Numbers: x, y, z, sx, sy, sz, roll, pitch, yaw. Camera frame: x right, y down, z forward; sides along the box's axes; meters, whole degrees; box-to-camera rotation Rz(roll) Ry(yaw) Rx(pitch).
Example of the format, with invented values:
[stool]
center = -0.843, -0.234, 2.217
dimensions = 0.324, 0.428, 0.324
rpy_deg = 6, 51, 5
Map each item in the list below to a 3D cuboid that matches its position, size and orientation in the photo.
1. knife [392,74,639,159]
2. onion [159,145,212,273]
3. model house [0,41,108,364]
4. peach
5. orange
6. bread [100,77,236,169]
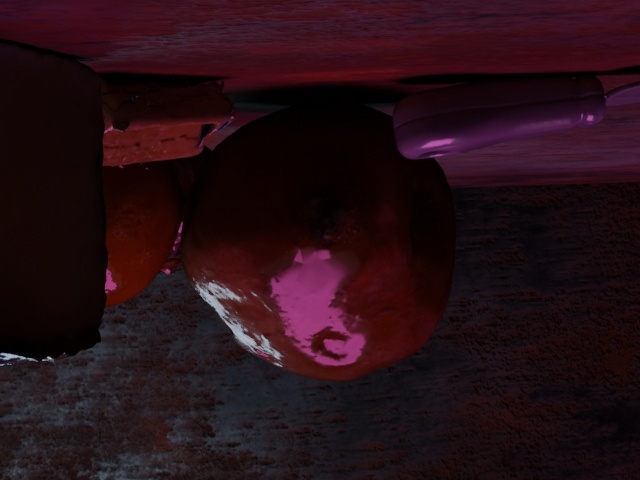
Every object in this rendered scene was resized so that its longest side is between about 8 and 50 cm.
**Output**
[knife]
center = 0.213, -0.098, 1.091
dimensions = 0.331, 0.044, 0.080
rpy_deg = -8, 172, 3
[onion]
center = -0.161, -0.053, 1.393
dimensions = 0.206, 0.151, 0.098
rpy_deg = -16, 156, -43
[model house]
center = -0.246, -0.016, 0.874
dimensions = 0.211, 0.170, 0.194
rpy_deg = -1, -178, 16
[peach]
center = 0.000, 0.000, 1.212
dimensions = 0.214, 0.214, 0.235
rpy_deg = -2, 174, 6
[orange]
center = -0.170, -0.030, 1.187
dimensions = 0.136, 0.159, 0.159
rpy_deg = -38, 180, -1
[bread]
center = -0.115, -0.078, 1.043
dimensions = 0.106, 0.053, 0.072
rpy_deg = -5, 158, -37
